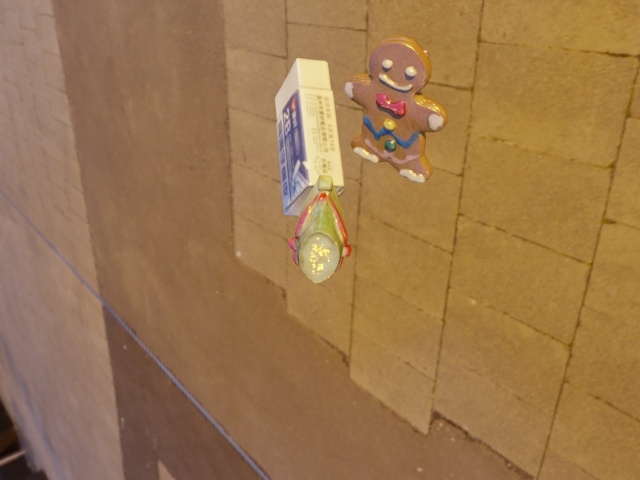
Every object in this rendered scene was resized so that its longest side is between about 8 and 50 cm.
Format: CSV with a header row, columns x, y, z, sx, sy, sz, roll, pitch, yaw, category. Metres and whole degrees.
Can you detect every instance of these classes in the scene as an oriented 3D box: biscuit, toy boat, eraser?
x,y,z,sx,sy,sz,roll,pitch,yaw,category
0.089,-0.160,0.727,0.138,0.031,0.205,29,148,18,biscuit
0.000,0.000,0.820,0.071,0.089,0.185,-84,0,-48,toy boat
-0.022,-0.155,0.903,0.124,0.068,0.210,137,130,-63,eraser
